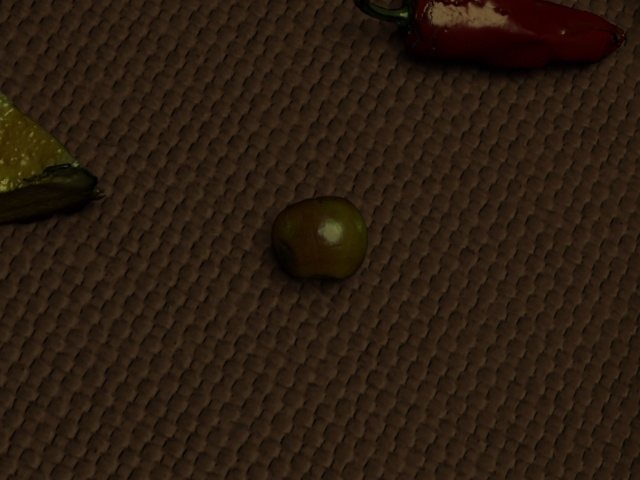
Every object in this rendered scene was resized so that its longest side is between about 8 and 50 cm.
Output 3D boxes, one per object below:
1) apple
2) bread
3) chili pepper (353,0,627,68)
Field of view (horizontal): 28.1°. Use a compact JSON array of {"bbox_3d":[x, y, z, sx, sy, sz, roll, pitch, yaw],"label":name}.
[{"bbox_3d":[0.000,0.000,1.520,0.114,0.099,0.101,-5,78,-15],"label":"apple"},{"bbox_3d":[-0.340,-0.064,1.457,0.160,0.140,0.169,25,75,10],"label":"bread"},{"bbox_3d":[0.220,-0.278,1.636,0.388,0.110,0.110,4,74,-13],"label":"chili pepper"}]
